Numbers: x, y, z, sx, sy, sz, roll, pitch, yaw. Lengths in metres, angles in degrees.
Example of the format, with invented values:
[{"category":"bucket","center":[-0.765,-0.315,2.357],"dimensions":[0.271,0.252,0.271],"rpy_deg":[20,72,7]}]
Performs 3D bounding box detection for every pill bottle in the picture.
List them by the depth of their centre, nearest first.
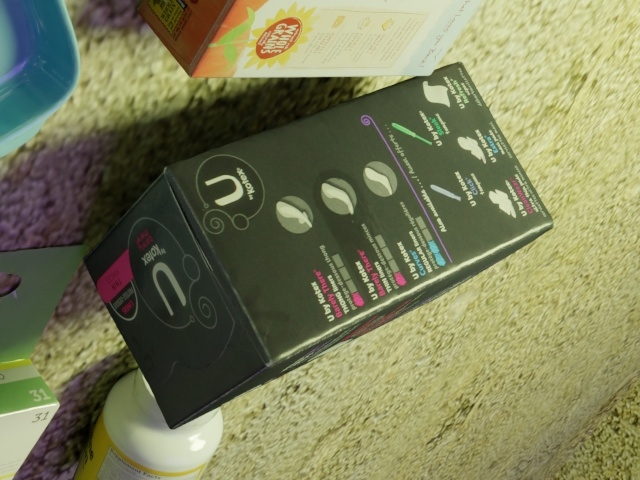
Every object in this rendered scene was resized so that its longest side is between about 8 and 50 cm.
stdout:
[{"category":"pill bottle","center":[-0.144,0.173,1.064],"dimensions":[0.103,0.103,0.184],"rpy_deg":[-17,147,-41]}]

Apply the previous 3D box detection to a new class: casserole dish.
[{"category":"casserole dish","center":[-0.185,-0.106,0.617],"dimensions":[0.114,0.037,0.188],"rpy_deg":[-33,154,-15]}]

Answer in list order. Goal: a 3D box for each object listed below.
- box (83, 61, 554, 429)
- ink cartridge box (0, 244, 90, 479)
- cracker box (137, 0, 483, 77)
[{"category":"box","center":[0.000,0.000,0.872],"dimensions":[0.270,0.143,0.165],"rpy_deg":[-24,171,-36]},{"category":"ink cartridge box","center":[-0.259,0.109,0.857],"dimensions":[0.171,0.056,0.235],"rpy_deg":[-7,142,-50]},{"category":"cracker box","center":[0.022,-0.177,0.753],"dimensions":[0.232,0.067,0.156],"rpy_deg":[-8,142,-48]}]
